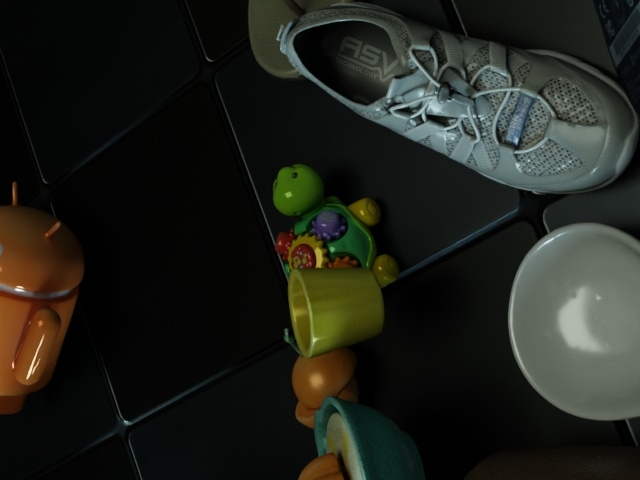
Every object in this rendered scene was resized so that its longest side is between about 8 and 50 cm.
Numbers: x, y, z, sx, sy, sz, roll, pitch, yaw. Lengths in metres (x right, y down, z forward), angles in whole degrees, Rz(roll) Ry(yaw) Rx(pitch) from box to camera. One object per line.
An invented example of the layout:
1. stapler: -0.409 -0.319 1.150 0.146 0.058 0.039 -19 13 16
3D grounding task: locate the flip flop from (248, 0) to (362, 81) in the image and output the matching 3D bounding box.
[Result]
1. flip flop: -0.012 -0.266 1.159 0.112 0.080 0.277 25 108 36

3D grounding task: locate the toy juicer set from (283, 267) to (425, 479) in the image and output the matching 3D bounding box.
1. toy juicer set: 0.021 0.198 1.086 0.209 0.090 0.329 106 152 -59

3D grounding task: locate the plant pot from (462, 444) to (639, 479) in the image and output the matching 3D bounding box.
1. plant pot: 0.195 0.221 0.955 0.230 0.215 0.215 18 104 54

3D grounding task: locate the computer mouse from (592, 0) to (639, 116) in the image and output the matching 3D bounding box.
1. computer mouse: 0.214 -0.215 0.946 0.184 0.060 0.262 97 156 -70

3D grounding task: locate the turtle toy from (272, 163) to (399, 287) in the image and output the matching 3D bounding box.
1. turtle toy: 0.000 0.000 1.171 0.095 0.066 0.130 -26 76 37

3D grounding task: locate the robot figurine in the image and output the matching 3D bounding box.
1. robot figurine: -0.301 0.059 1.382 0.128 0.158 0.219 20 109 -4

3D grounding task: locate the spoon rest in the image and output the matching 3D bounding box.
1. spoon rest: 0.241 0.069 0.967 0.276 0.084 0.137 14 101 37

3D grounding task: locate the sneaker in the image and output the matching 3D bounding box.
1. sneaker: 0.091 -0.100 1.051 0.281 0.115 0.105 20 105 27
